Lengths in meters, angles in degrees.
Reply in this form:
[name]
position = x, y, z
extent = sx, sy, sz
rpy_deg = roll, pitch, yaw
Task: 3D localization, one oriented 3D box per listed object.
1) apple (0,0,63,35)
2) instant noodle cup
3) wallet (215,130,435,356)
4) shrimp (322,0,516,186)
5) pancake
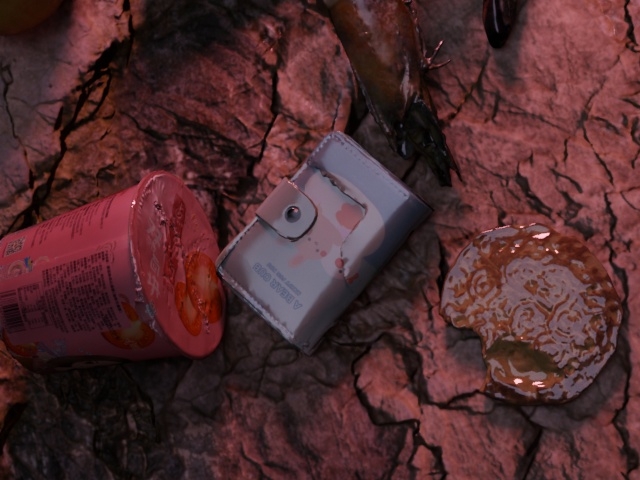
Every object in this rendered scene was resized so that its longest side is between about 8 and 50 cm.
[apple]
position = -0.449, -0.415, 1.907
extent = 0.260, 0.194, 0.261
rpy_deg = -6, 72, 18
[instant noodle cup]
position = -0.271, 0.057, 1.757
extent = 0.231, 0.243, 0.243
rpy_deg = -15, 76, 20
[wallet]
position = 0.000, 0.000, 1.767
extent = 0.176, 0.075, 0.250
rpy_deg = 41, 93, 13
[shrimp]
position = 0.139, -0.289, 1.755
extent = 0.272, 0.085, 0.445
rpy_deg = -13, 91, -7
[pancake]
position = 0.257, 0.089, 1.697
extent = 0.211, 0.029, 0.235
rpy_deg = -23, 75, 10
